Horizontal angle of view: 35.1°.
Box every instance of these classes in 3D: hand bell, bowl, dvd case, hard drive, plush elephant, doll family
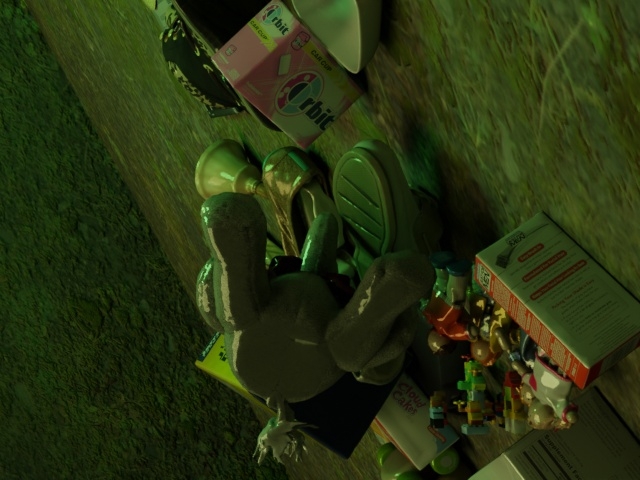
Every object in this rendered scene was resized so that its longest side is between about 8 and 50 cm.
[{"bbox_3d":[-0.108,-0.092,1.845,0.242,0.126,0.126,27,148,41],"label":"hand bell"},{"bbox_3d":[0.022,-0.277,1.141,0.142,0.053,0.142,49,162,24],"label":"bowl"},{"bbox_3d":[-0.222,-0.332,1.814,0.239,0.029,0.179,62,164,-14],"label":"dvd case"},{"bbox_3d":[0.159,0.150,1.550,0.172,0.054,0.255,47,161,34],"label":"hard drive"},{"bbox_3d":[-0.015,0.082,1.270,0.255,0.271,0.330,-75,-4,-67],"label":"plush elephant"},{"bbox_3d":[0.232,0.116,1.186,0.263,0.118,0.163,36,137,43],"label":"doll family"}]

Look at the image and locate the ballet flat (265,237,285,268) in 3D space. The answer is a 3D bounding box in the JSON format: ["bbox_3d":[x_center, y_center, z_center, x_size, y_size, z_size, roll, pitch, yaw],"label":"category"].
[{"bbox_3d":[-0.120,0.029,2.127,0.232,0.073,0.080,37,155,51],"label":"ballet flat"}]

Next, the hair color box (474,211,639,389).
[{"bbox_3d":[0.246,0.059,1.037,0.167,0.093,0.053,49,162,28],"label":"hair color box"}]

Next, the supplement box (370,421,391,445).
[{"bbox_3d":[0.119,0.310,1.943,0.233,0.078,0.080,62,167,-15],"label":"supplement box"}]

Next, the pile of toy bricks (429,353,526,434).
[{"bbox_3d":[0.219,0.215,1.440,0.212,0.118,0.105,128,141,-83],"label":"pile of toy bricks"}]

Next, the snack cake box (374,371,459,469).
[{"bbox_3d":[0.126,0.281,1.740,0.152,0.089,0.264,53,174,-8],"label":"snack cake box"}]

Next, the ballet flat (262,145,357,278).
[{"bbox_3d":[0.000,0.000,1.667,0.124,0.116,0.342,30,144,45],"label":"ballet flat"}]

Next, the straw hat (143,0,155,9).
[{"bbox_3d":[-0.349,-0.475,1.810,0.144,0.061,0.144,56,159,36],"label":"straw hat"}]

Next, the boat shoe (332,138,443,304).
[{"bbox_3d":[0.095,-0.027,1.304,0.113,0.103,0.302,43,159,34],"label":"boat shoe"}]

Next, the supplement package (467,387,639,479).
[{"bbox_3d":[0.332,0.344,1.230,0.262,0.145,0.204,54,164,15],"label":"supplement package"}]

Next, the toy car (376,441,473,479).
[{"bbox_3d":[0.214,0.435,1.811,0.188,0.149,0.155,49,179,-16],"label":"toy car"}]

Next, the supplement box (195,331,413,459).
[{"bbox_3d":[-0.040,0.195,1.661,0.194,0.195,0.356,38,168,-17],"label":"supplement box"}]

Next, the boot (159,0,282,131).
[{"bbox_3d":[-0.166,-0.334,1.465,0.377,0.138,0.284,57,165,-21],"label":"boot"}]

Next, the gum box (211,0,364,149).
[{"bbox_3d":[-0.034,-0.198,1.239,0.062,0.107,0.188,53,-171,33],"label":"gum box"}]
